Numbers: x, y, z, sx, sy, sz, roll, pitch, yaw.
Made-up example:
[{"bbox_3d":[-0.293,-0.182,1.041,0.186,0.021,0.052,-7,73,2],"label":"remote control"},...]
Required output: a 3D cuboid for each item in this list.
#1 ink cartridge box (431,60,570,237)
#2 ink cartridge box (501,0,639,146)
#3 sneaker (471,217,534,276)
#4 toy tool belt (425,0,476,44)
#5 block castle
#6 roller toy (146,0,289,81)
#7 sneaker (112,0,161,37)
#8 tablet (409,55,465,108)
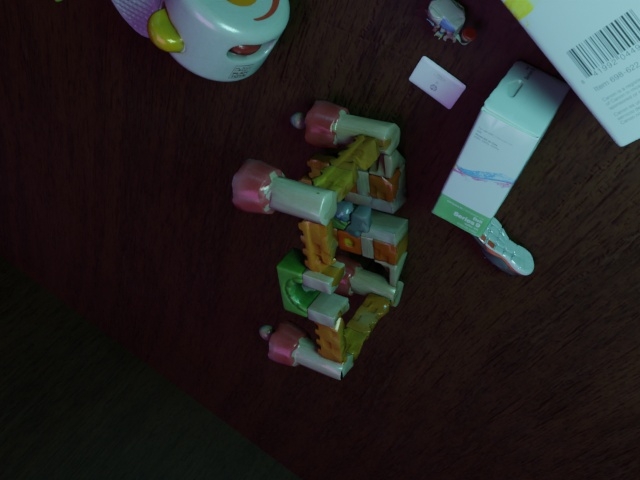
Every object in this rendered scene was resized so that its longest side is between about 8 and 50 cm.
[{"bbox_3d":[0.262,-0.133,0.966,0.093,0.154,0.212,30,141,13],"label":"ink cartridge box"},{"bbox_3d":[0.341,-0.339,0.693,0.385,0.160,0.279,47,141,-10],"label":"ink cartridge box"},{"bbox_3d":[0.302,0.013,1.158,0.158,0.061,0.065,44,148,-5],"label":"sneaker"},{"bbox_3d":[0.187,-0.314,0.945,0.083,0.052,0.051,44,173,-1],"label":"toy tool belt"},{"bbox_3d":[0.000,0.000,1.195,0.212,0.303,0.453,17,136,27],"label":"block castle"},{"bbox_3d":[-0.160,-0.360,1.054,0.191,0.209,0.146,27,146,-17],"label":"roller toy"},{"bbox_3d":[-0.318,-0.511,1.093,0.126,0.127,0.321,8,135,37],"label":"sneaker"},{"bbox_3d":[0.184,-0.249,1.036,0.083,0.006,0.054,38,142,4],"label":"tablet"}]
